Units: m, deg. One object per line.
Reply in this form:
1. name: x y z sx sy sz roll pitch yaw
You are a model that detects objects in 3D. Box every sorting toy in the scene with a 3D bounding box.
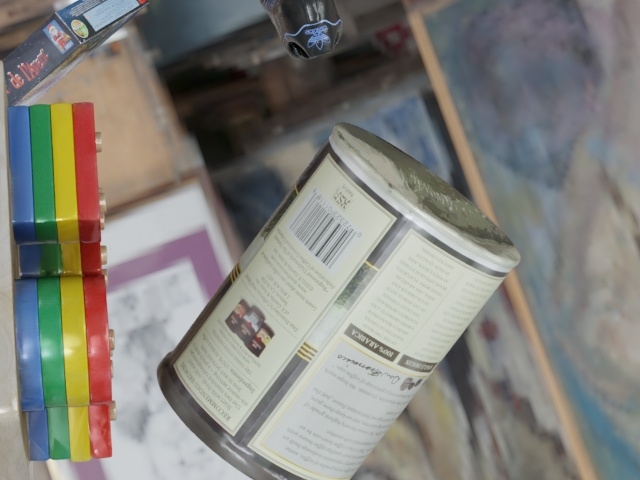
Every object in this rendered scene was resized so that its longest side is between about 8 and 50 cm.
1. sorting toy: -0.194 0.040 1.294 0.089 0.255 0.257 -3 159 -8

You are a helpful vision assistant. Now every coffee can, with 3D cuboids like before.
1. coffee can: 0.015 0.065 1.597 0.275 0.201 0.201 -53 159 13

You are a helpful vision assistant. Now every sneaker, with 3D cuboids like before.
1. sneaker: -0.021 -0.246 2.012 0.081 0.090 0.232 -13 -173 -1

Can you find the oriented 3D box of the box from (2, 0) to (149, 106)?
1. box: -0.308 -0.189 1.978 0.233 0.044 0.159 -36 -174 32
